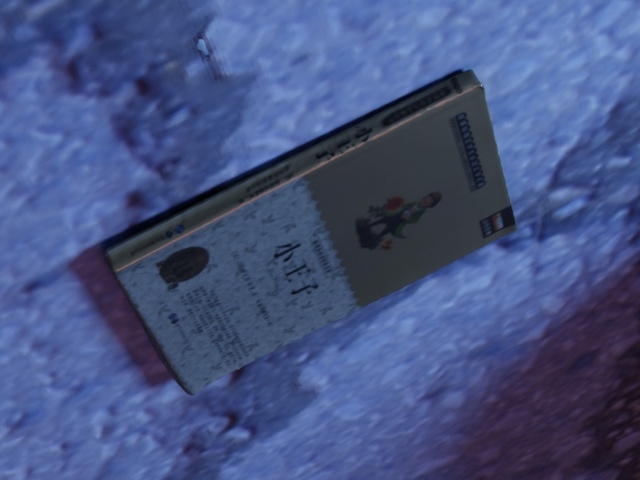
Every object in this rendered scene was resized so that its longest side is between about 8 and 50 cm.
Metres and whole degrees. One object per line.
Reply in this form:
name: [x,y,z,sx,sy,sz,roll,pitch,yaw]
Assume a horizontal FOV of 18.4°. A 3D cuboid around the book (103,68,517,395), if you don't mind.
book: [0.000,0.000,0.983,0.198,0.016,0.138,-26,147,-3]
